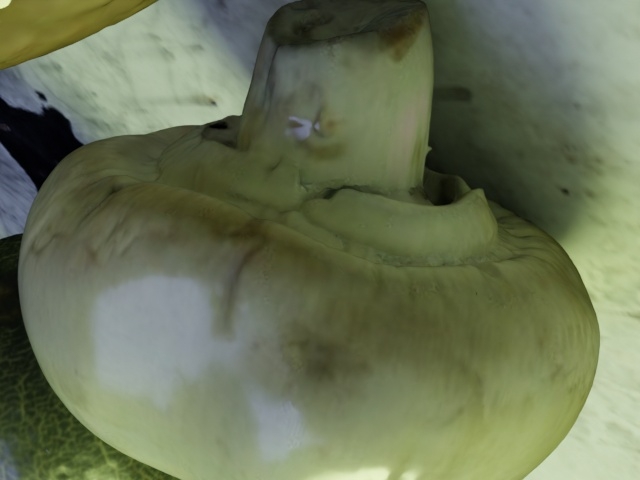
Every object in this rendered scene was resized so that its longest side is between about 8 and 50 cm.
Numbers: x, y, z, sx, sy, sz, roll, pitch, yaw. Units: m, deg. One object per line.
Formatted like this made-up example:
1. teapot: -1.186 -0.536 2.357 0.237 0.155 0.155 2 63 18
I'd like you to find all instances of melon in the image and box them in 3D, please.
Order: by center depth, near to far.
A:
1. melon: -0.177 0.131 1.043 0.237 0.237 0.301 26 151 29

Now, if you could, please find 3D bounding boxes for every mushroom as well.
1. mushroom: 0.000 0.000 0.655 0.260 0.234 0.254 9 -162 -18

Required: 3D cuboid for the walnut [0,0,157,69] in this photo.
1. walnut: -0.171 -0.182 0.475 0.296 0.285 0.285 46 156 10
